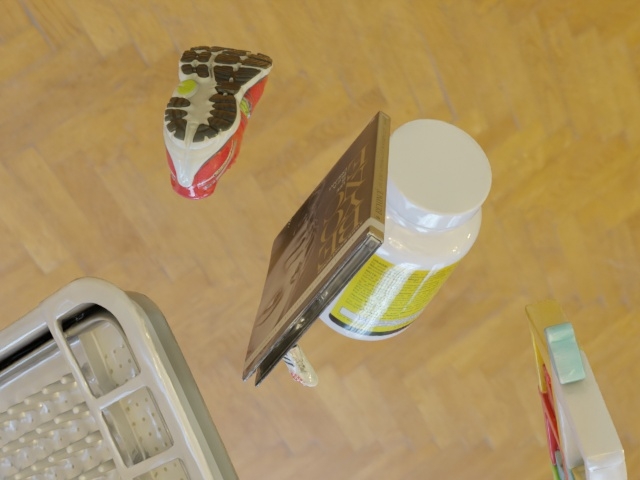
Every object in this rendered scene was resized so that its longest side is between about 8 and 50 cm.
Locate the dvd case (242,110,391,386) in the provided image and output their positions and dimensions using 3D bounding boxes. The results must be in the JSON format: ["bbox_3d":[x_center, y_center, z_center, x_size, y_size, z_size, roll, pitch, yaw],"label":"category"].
[{"bbox_3d":[0.000,0.000,0.972,0.018,0.221,0.164,33,117,-14],"label":"dvd case"}]

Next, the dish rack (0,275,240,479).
[{"bbox_3d":[-0.184,0.199,0.938,0.333,0.285,0.072,-30,173,35],"label":"dish rack"}]

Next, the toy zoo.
[{"bbox_3d":[0.216,0.183,0.983,0.030,0.192,0.293,-13,122,3],"label":"toy zoo"}]

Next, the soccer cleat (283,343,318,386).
[{"bbox_3d":[-0.031,0.152,1.541,0.029,0.083,0.035,-30,163,-32],"label":"soccer cleat"}]

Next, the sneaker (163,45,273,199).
[{"bbox_3d":[-0.130,-0.144,1.417,0.107,0.279,0.118,12,125,7],"label":"sneaker"}]

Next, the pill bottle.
[{"bbox_3d":[0.102,-0.013,1.604,0.188,0.188,0.334,-13,156,-23],"label":"pill bottle"}]
